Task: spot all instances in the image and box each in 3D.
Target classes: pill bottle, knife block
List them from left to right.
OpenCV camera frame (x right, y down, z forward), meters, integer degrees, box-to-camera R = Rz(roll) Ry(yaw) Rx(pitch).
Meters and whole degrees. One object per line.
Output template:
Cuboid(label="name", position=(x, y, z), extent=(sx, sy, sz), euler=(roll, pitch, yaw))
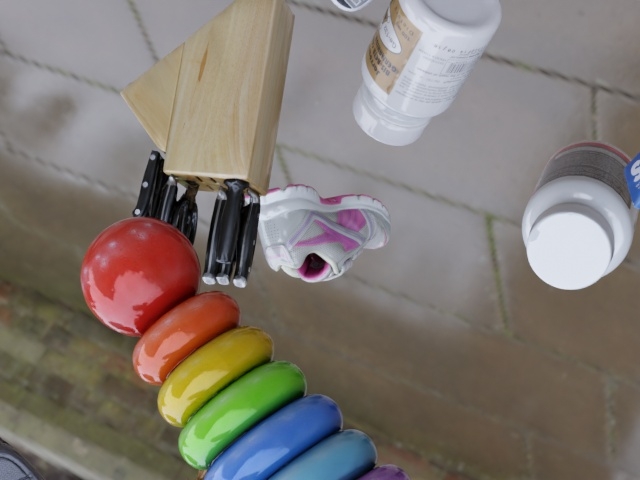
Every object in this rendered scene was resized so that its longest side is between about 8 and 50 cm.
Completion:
Cuboid(label="knife block", position=(-0.089, -0.099, 1.438), extent=(0.242, 0.275, 0.088), euler=(53, -178, 15))
Cuboid(label="pill bottle", position=(0.125, -0.230, 1.689), extent=(0.131, 0.131, 0.229), euler=(31, 139, 1))
Cuboid(label="pill bottle", position=(0.424, -0.039, 2.183), extent=(0.176, 0.318, 0.176), euler=(6, 112, 16))

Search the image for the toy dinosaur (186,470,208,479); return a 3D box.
Cuboid(label="toy dinosaur", position=(-0.140, 0.319, 1.840), extent=(0.064, 0.112, 0.211), euler=(28, 133, 2))

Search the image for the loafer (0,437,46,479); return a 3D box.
Cuboid(label="loafer", position=(-0.405, 0.399, 1.946), extent=(0.303, 0.109, 0.095), euler=(61, 175, -25))

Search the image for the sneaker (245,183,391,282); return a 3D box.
Cuboid(label="sneaker", position=(0.000, 0.000, 1.690), extent=(0.103, 0.111, 0.252), euler=(-11, 169, 39))

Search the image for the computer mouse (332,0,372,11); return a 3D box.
Cuboid(label="computer mouse", position=(0.086, -0.391, 1.816), extent=(0.193, 0.042, 0.106), euler=(-40, 101, 21))

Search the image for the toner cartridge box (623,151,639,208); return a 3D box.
Cuboid(label="toner cartridge box", position=(0.555, -0.154, 1.698), extent=(0.165, 0.075, 0.348), euler=(14, 136, -21))

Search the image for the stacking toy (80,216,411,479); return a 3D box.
Cuboid(label="stacking toy", position=(-0.056, 0.117, 0.972), extent=(0.330, 0.141, 0.141), euler=(53, 160, 13))
